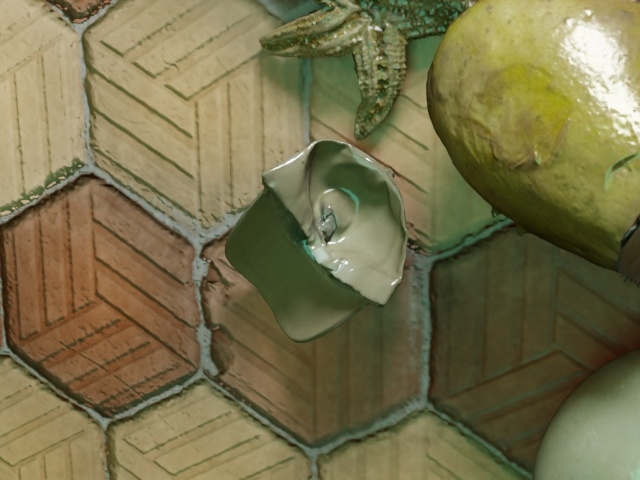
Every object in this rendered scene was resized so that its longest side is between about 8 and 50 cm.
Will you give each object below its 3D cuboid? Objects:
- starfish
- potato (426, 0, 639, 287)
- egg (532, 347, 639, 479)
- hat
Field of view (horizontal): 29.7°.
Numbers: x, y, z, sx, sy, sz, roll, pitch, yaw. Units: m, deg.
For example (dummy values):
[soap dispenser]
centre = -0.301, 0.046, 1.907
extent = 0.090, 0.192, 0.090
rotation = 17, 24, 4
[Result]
[starfish]
centre = 0.044, -0.211, 1.122
extent = 0.277, 0.062, 0.236
rotation = 26, 117, 8
[potato]
centre = 0.215, -0.103, 1.012
extent = 0.266, 0.229, 0.229
rotation = 41, 115, 23
[egg]
centre = 0.288, 0.200, 1.058
extent = 0.186, 0.186, 0.253
rotation = 34, 110, 9
[hat]
centre = 0.000, 0.000, 1.192
extent = 0.166, 0.144, 0.173
rotation = 51, 159, -1
